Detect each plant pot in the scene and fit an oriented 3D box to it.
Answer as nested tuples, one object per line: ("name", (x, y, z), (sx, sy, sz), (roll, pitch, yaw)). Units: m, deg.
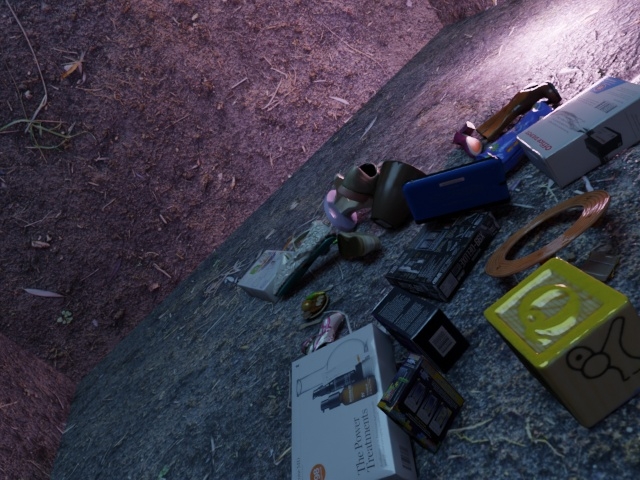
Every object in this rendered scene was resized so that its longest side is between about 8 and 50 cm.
("plant pot", (0.299, -0.165, 1.772), (0.215, 0.215, 0.230), (8, 69, 62))

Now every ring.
("ring", (0.566, -0.009, 1.115), (0.337, 0.032, 0.336), (-39, -1, -1))

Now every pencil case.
("pencil case", (0.683, -0.341, 1.526), (0.306, 0.119, 0.133), (-42, 4, 3))

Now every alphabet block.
("alphabet block", (0.469, 0.184, 0.832), (0.192, 0.197, 0.193), (-40, 22, 4))

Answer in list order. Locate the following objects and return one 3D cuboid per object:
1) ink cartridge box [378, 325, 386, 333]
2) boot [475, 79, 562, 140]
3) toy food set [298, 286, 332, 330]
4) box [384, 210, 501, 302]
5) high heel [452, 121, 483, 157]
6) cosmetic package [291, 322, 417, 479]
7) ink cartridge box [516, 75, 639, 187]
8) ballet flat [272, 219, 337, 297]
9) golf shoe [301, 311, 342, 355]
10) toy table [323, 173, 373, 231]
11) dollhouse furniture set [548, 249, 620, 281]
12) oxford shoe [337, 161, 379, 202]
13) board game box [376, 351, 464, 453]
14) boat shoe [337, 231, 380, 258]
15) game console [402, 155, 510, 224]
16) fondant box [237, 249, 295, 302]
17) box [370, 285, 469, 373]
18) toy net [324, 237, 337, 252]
("ink cartridge box", (0.126, 0.364, 1.268), (0.181, 0.056, 0.224), (-31, 21, 26))
("boot", (0.757, -0.498, 1.722), (0.281, 0.096, 0.264), (-38, 23, 12))
("toy food set", (-0.026, 0.252, 1.725), (0.133, 0.038, 0.192), (-26, 27, 34))
("box", (0.379, 0.039, 1.399), (0.307, 0.076, 0.243), (-50, 23, -18))
("high heel", (0.599, -0.388, 1.841), (0.243, 0.082, 0.117), (-88, 20, -44))
("cosmetic package", (0.061, 0.430, 1.100), (0.285, 0.097, 0.377), (-34, 36, 25))
("ink cartridge box", (0.786, -0.325, 1.320), (0.308, 0.129, 0.223), (-35, 24, 18))
("ballet flat", (-0.089, 0.071, 1.938), (0.409, 0.147, 0.147), (-48, 20, 19))
("golf shoe", (0.023, 0.326, 1.498), (0.086, 0.067, 0.186), (26, 67, 38))
("toy table", (0.132, -0.180, 2.023), (0.161, 0.252, 0.274), (-48, 36, 30))
("dollhouse furniture set", (0.611, 0.063, 1.047), (0.152, 0.058, 0.076), (17, 53, 43))
("oxford shoe", (0.227, -0.254, 1.897), (0.397, 0.141, 0.146), (-18, -45, -58))
("board game box", (0.221, 0.353, 0.968), (0.141, 0.170, 0.048), (-51, 22, -22))
("boat shoe", (0.149, 0.014, 1.808), (0.098, 0.109, 0.302), (-10, 2, -17))
("game console", (0.431, -0.169, 1.415), (0.294, 0.250, 0.173), (-15, 41, 21))
("fondant box", (-0.244, 0.166, 2.164), (0.238, 0.096, 0.330), (-51, 25, -20))
("box", (0.255, 0.228, 1.163), (0.108, 0.153, 0.207), (-47, 22, -9))
("toy net", (0.000, 0.000, 2.128), (0.122, 0.045, 0.232), (-45, 22, -7))
